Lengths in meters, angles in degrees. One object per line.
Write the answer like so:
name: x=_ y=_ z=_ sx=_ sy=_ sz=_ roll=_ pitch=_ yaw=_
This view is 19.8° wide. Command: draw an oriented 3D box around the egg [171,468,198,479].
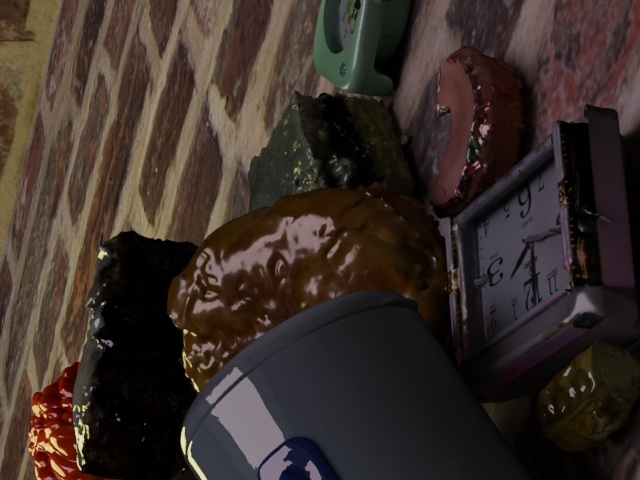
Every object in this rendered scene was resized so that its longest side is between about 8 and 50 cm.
egg: x=-0.157 y=0.366 z=2.161 sx=0.269 sy=0.219 sz=0.219 roll=56 pitch=136 yaw=45

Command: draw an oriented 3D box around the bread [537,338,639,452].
bread: x=0.214 y=0.130 z=1.469 sx=0.066 sy=0.060 sz=0.110 roll=47 pitch=144 yaw=8

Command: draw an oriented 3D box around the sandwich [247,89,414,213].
sandwich: x=0.000 y=0.000 z=1.978 sx=0.262 sy=0.131 sz=0.325 roll=-173 pitch=91 yaw=-71

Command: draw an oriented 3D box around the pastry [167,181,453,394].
pastry: x=0.012 y=0.071 z=1.754 sx=0.311 sy=0.162 sz=0.255 roll=-17 pitch=99 yaw=29

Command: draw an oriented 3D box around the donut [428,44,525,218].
donut: x=0.150 y=-0.103 z=1.704 sx=0.117 sy=0.065 sz=0.166 roll=176 pitch=99 yaw=-71

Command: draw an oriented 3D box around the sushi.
sushi: x=-0.191 y=0.135 z=2.108 sx=0.343 sy=0.182 sz=0.196 roll=-92 pitch=5 yaw=-46

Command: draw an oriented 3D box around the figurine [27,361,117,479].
figurine: x=-0.298 y=0.327 z=2.580 sx=0.412 sy=0.241 sz=0.306 roll=107 pitch=168 yaw=-52

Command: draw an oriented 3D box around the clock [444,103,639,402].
clock: x=0.190 y=0.017 z=1.533 sx=0.253 sy=0.083 sz=0.186 roll=136 pitch=136 yaw=-60

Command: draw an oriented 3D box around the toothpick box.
toothpick box: x=0.060 y=0.241 z=1.487 sx=0.354 sy=0.263 sz=0.263 roll=55 pitch=141 yaw=23

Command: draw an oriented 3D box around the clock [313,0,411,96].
clock: x=0.051 y=-0.259 z=2.021 sx=0.148 sy=0.060 sz=0.188 roll=-129 pitch=50 yaw=-64
